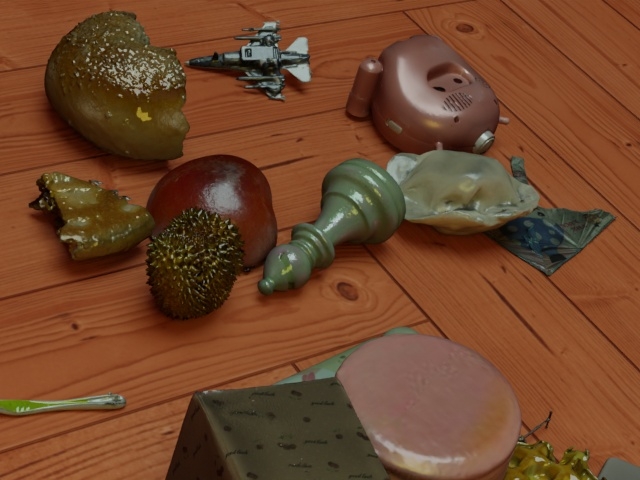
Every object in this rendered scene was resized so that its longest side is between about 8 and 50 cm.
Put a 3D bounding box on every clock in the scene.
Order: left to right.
[{"bbox_3d":[0.205,-0.239,2.468,0.227,0.142,0.241,-25,58,-40],"label":"clock"}]

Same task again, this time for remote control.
[{"bbox_3d":[0.366,0.373,1.866,0.067,0.029,0.261,22,36,18],"label":"remote control"}]

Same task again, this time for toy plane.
[{"bbox_3d":[-0.116,-0.317,2.494,0.234,0.082,0.160,3,67,-17],"label":"toy plane"}]

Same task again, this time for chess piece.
[{"bbox_3d":[0.000,0.000,2.129,0.139,0.139,0.272,33,53,20],"label":"chess piece"}]

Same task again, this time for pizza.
[{"bbox_3d":[-0.351,-0.033,2.069,0.154,0.069,0.194,-23,46,-39],"label":"pizza"}]

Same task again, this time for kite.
[{"bbox_3d":[0.344,-0.049,2.386,0.335,0.011,0.314,7,39,-12],"label":"kite"}]

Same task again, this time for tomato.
[{"bbox_3d":[-0.161,-0.061,2.140,0.199,0.112,0.228,-7,41,-24],"label":"tomato"}]

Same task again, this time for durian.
[{"bbox_3d":[-0.173,0.032,1.975,0.137,0.168,0.158,34,58,31],"label":"durian"}]

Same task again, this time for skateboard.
[{"bbox_3d":[0.279,0.256,1.978,0.083,0.032,0.064,-25,43,-37],"label":"skateboard"}]

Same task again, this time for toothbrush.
[{"bbox_3d":[-0.372,0.206,1.799,0.263,0.026,0.022,-1,47,-21],"label":"toothbrush"}]

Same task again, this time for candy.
[{"bbox_3d":[0.120,0.226,1.783,0.255,0.094,0.255,7,42,-6],"label":"candy"}]

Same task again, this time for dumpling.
[{"bbox_3d":[0.224,-0.072,2.270,0.250,0.132,0.162,10,44,-1],"label":"dumpling"}]

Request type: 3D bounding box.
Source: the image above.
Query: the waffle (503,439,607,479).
[{"bbox_3d":[0.240,0.357,1.779,0.302,0.068,0.325,-2,35,-10],"label":"waffle"}]

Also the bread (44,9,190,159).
[{"bbox_3d":[-0.337,-0.260,2.268,0.192,0.171,0.314,0,40,-26],"label":"bread"}]

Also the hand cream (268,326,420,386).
[{"bbox_3d":[0.019,0.211,1.902,0.306,0.093,0.147,-27,56,-30],"label":"hand cream"}]

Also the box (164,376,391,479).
[{"bbox_3d":[-0.035,0.335,1.605,0.190,0.225,0.297,-4,43,-28],"label":"box"}]
